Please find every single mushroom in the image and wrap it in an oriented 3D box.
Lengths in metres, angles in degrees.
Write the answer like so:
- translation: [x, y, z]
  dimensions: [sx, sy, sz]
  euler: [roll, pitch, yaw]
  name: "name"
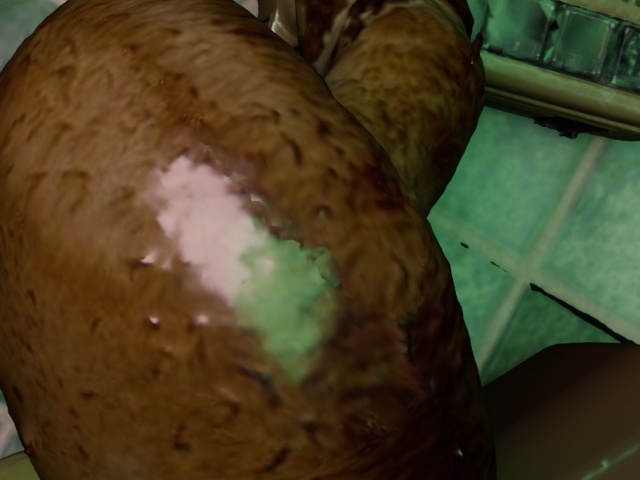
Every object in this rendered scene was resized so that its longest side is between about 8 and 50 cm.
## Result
- translation: [-0.003, 0.021, 0.956]
  dimensions: [0.356, 0.334, 0.331]
  euler: [-14, 112, -29]
  name: "mushroom"

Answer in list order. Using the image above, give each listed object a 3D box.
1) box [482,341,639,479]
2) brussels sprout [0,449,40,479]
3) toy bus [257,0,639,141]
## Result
- translation: [0.165, 0.251, 1.156]
  dimensions: [0.229, 0.239, 0.339]
  euler: [-33, 95, -12]
  name: "box"
- translation: [-0.186, 0.240, 1.099]
  dimensions: [0.244, 0.244, 0.244]
  euler: [0, 89, -11]
  name: "brussels sprout"
- translation: [0.096, -0.161, 1.203]
  dimensions: [0.289, 0.139, 0.157]
  euler: [15, 89, -13]
  name: "toy bus"
